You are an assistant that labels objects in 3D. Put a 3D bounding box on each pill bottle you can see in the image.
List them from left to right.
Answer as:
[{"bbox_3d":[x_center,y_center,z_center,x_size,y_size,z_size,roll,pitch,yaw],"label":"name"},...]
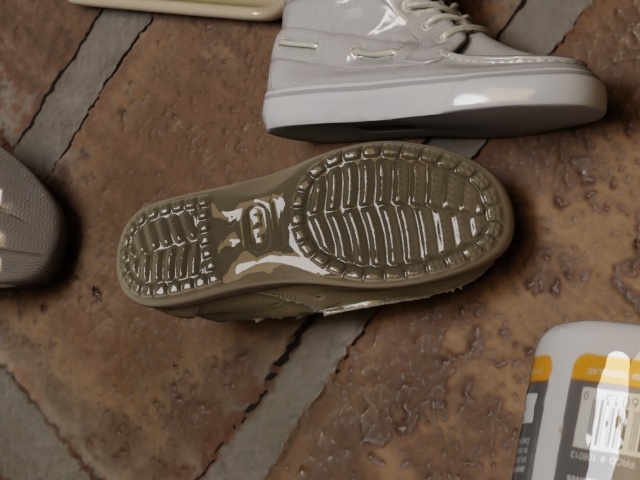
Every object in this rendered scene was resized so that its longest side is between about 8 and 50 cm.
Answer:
[{"bbox_3d":[0.173,0.192,0.894,0.162,0.162,0.278,5,80,35],"label":"pill bottle"}]

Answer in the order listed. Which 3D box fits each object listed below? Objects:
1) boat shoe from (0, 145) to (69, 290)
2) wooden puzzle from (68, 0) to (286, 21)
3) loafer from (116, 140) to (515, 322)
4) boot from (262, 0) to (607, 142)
[{"bbox_3d":[-0.355,-0.037,1.343,0.355,0.130,0.132,17,79,15],"label":"boat shoe"},{"bbox_3d":[-0.092,-0.288,1.291,0.221,0.044,0.238,10,82,36],"label":"wooden puzzle"},{"bbox_3d":[0.000,0.000,1.117,0.268,0.092,0.102,-6,74,16],"label":"loafer"},{"bbox_3d":[0.070,-0.133,1.101,0.258,0.095,0.123,1,83,35],"label":"boot"}]
